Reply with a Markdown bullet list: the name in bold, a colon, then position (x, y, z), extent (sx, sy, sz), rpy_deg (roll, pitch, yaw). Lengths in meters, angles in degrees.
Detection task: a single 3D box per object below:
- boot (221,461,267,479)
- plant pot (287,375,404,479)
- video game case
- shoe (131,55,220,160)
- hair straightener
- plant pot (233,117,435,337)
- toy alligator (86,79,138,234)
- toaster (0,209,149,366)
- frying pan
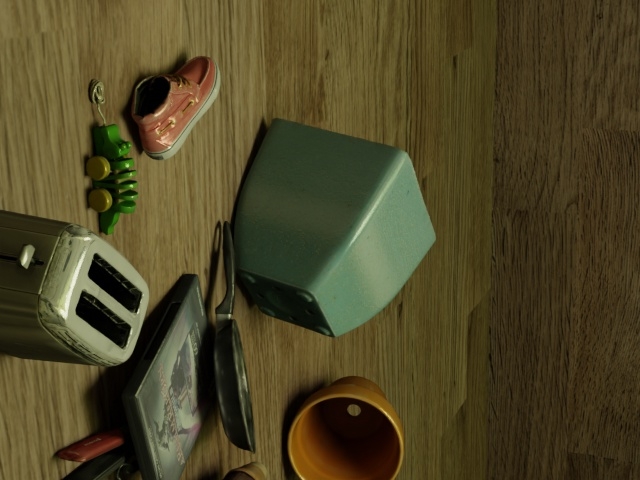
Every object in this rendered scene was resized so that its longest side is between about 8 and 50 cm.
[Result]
- **boot**: position (-0.144, 0.464, 1.647), extent (0.207, 0.090, 0.249), rpy_deg (-34, 133, -69)
- **plant pot**: position (0.054, 0.339, 2.028), extent (0.188, 0.205, 0.205), rpy_deg (-63, 153, -73)
- **video game case**: position (-0.196, 0.200, 1.505), extent (0.274, 0.026, 0.196), rpy_deg (-72, 158, -57)
- **shoe**: position (-0.186, -0.194, 1.445), extent (0.081, 0.063, 0.178), rpy_deg (75, 34, -51)
- **hair straightener**: position (-0.260, 0.279, 1.424), extent (0.230, 0.047, 0.089), rpy_deg (-24, 118, -70)
- **plant pot**: position (0.000, 0.000, 1.748), extent (0.252, 0.247, 0.248), rpy_deg (-59, 150, -24)
- **toy alligator**: position (-0.246, -0.097, 1.338), extent (0.056, 0.051, 0.190), rpy_deg (-33, 125, -63)
- **toaster**: position (-0.281, 0.058, 1.165), extent (0.227, 0.146, 0.129), rpy_deg (56, 45, -58)
- **frying pan**: position (-0.131, 0.151, 1.602), extent (0.197, 0.053, 0.326), rpy_deg (-104, -175, -77)
